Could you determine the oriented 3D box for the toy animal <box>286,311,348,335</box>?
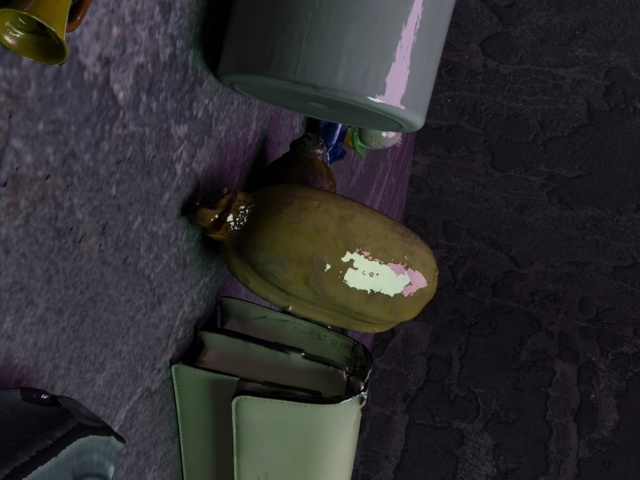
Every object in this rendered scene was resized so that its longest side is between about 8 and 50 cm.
[{"bbox_3d":[0.006,0.145,1.251,0.245,0.115,0.146,59,32,-26],"label":"toy animal"}]

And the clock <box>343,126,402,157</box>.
[{"bbox_3d":[0.105,-0.270,1.228,0.103,0.144,0.230,-65,163,-48],"label":"clock"}]

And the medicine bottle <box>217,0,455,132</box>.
[{"bbox_3d":[0.024,-0.255,0.658,0.238,0.238,0.231,-8,113,-77],"label":"medicine bottle"}]

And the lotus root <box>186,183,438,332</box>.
[{"bbox_3d":[-0.004,0.013,0.752,0.169,0.343,0.151,-34,-141,49],"label":"lotus root"}]

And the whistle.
[{"bbox_3d":[-0.161,-0.160,0.390,0.057,0.046,0.109,61,36,-52],"label":"whistle"}]

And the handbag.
[{"bbox_3d":[-0.065,0.279,0.848,0.160,0.237,0.358,-64,163,-52],"label":"handbag"}]

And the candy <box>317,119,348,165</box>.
[{"bbox_3d":[0.036,-0.294,1.056,0.187,0.077,0.331,-49,148,-70],"label":"candy"}]

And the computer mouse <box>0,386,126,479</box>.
[{"bbox_3d":[-0.222,0.183,0.321,0.374,0.114,0.203,76,27,-81],"label":"computer mouse"}]

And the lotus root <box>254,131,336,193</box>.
[{"bbox_3d":[-0.039,-0.052,0.869,0.120,0.120,0.209,-38,143,-71],"label":"lotus root"}]
